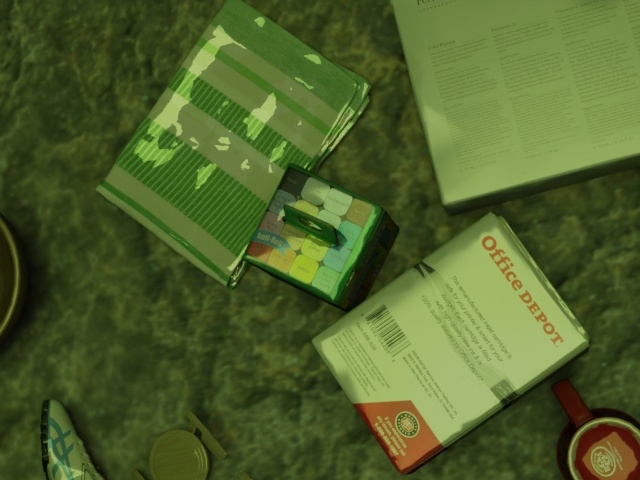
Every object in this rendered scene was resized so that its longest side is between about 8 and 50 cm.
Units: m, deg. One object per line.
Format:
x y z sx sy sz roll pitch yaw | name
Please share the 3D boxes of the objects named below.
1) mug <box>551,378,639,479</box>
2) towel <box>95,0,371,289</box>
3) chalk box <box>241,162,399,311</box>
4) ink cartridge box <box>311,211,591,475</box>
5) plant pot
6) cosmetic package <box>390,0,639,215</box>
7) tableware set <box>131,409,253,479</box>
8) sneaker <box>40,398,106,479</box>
0.312 0.239 1.401 0.150 0.169 0.113 30 89 13 | mug
-0.116 -0.132 1.606 0.248 0.038 0.324 35 90 14 | towel
0.000 0.000 1.473 0.132 0.213 0.132 26 88 14 | chalk box
0.161 0.125 1.475 0.273 0.114 0.197 -36 76 5 | ink cartridge box
-0.485 0.058 1.614 0.237 0.110 0.237 -2 82 12 | plant pot
0.301 -0.216 1.506 0.377 0.097 0.284 -14 81 9 | cosmetic package
-0.139 0.320 1.547 0.128 0.039 0.194 -47 70 14 | tableware set
-0.304 0.313 1.565 0.086 0.085 0.237 -16 74 -18 | sneaker
